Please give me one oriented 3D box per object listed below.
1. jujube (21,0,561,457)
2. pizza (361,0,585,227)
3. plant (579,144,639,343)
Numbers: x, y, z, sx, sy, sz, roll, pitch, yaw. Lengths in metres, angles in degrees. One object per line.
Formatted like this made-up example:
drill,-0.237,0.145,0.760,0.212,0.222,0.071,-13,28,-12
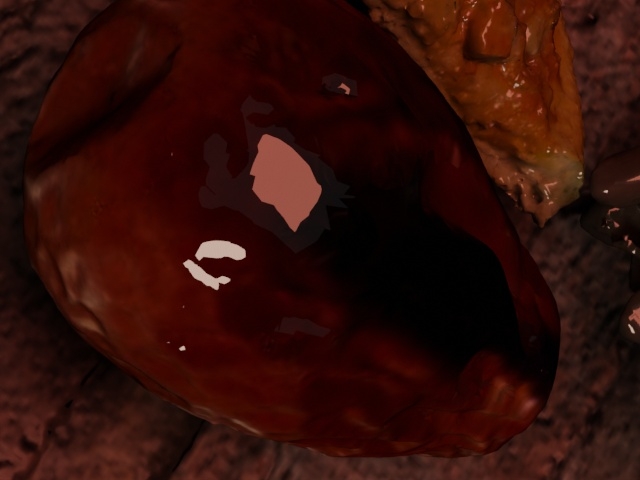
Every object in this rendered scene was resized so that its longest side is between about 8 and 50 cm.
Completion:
jujube,0.000,0.000,0.663,0.236,0.168,0.168,33,69,-31
pizza,0.045,-0.144,0.714,0.197,0.058,0.292,-13,84,-65
plant,0.264,-0.024,0.783,0.321,0.181,0.194,-33,85,-27
